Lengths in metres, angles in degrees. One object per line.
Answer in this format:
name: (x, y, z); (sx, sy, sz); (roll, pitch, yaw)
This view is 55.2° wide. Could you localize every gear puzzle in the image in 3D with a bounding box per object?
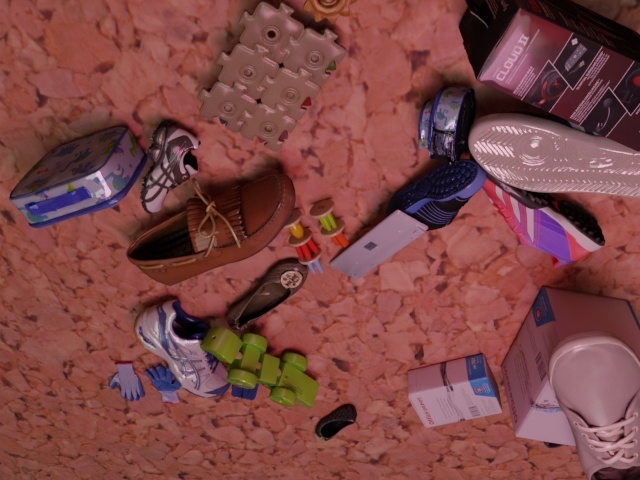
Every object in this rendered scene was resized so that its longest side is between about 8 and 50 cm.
gear puzzle: (-0.063, -0.301, 0.991); (0.175, 0.044, 0.339); (23, 131, -22)

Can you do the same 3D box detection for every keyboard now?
keyboard: (0.107, 0.014, 1.207); (0.072, 0.014, 0.256); (33, 142, -13)

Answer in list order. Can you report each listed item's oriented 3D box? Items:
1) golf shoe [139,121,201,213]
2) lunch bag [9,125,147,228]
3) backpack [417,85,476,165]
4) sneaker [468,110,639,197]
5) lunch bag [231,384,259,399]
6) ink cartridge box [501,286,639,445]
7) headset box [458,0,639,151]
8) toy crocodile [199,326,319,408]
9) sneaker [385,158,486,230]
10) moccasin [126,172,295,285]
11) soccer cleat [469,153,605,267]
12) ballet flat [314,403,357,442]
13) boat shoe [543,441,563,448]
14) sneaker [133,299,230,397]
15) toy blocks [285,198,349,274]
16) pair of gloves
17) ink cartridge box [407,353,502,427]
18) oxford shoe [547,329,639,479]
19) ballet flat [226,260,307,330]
golf shoe: (-0.280, -0.121, 1.145); (0.093, 0.077, 0.198); (17, 129, -8)
lunch bag: (-0.434, -0.111, 1.103); (0.218, 0.176, 0.090); (-16, 125, 16)
backpack: (0.209, -0.198, 1.019); (0.084, 0.105, 0.115); (15, 122, 20)
sneaker: (0.417, -0.163, 1.002); (0.349, 0.148, 0.131); (12, 137, 3)
lunch bag: (-0.185, 0.351, 1.516); (0.067, 0.065, 0.099); (12, 128, -4)
ink cartridge box: (0.532, 0.273, 1.299); (0.197, 0.198, 0.270); (9, 129, -3)
headset box: (0.334, -0.271, 0.874); (0.293, 0.218, 0.110); (20, 126, -10)
toy crocodile: (-0.130, 0.303, 1.424); (0.105, 0.115, 0.340); (-12, 143, 44)
sneaker: (0.222, -0.074, 1.104); (0.090, 0.082, 0.232); (25, 154, -26)
moccasin: (-0.213, -0.030, 1.168); (0.379, 0.139, 0.147); (-19, 151, 29)
soccer cleat: (0.375, -0.050, 1.121); (0.318, 0.109, 0.116); (29, 129, -20)
ballet flat: (0.035, 0.489, 1.613); (0.057, 0.049, 0.173); (29, 125, -15)
boat shoe: (0.684, 0.417, 1.462); (0.335, 0.096, 0.112); (-24, 122, 23)
sneaker: (-0.292, 0.257, 1.424); (0.130, 0.112, 0.296); (-28, 122, 23)
toy blocks: (0.000, 0.000, 1.226); (0.123, 0.054, 0.148); (-16, 125, 18)
pair of gloves: (-0.454, 0.371, 1.586); (0.198, 0.023, 0.159); (3, 128, 3)
ink cartridge box: (0.320, 0.362, 1.463); (0.190, 0.082, 0.140); (-17, 124, 19)
oxford shoe: (0.537, 0.338, 1.143); (0.169, 0.130, 0.450); (-15, 125, 18)
ballet flat: (-0.121, 0.127, 1.336); (0.084, 0.058, 0.249); (39, 122, -24)
